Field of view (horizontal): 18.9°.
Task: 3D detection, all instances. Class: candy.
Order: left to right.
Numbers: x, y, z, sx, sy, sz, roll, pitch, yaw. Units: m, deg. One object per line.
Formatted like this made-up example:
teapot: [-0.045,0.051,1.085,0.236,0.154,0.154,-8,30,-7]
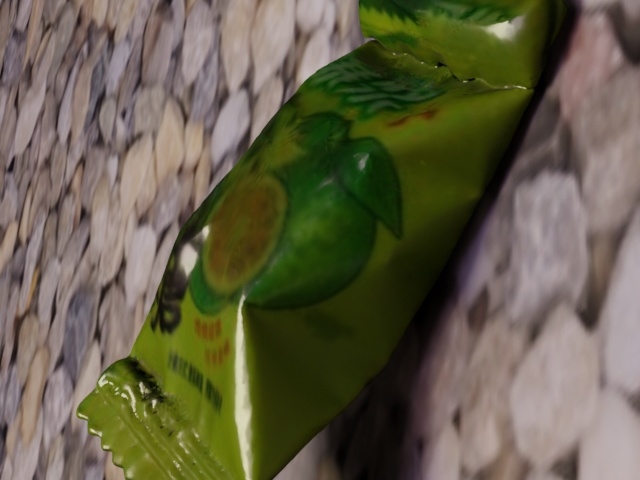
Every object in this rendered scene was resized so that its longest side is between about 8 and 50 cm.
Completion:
candy: [0.000,0.000,0.751,0.246,0.069,0.149,-53,29,-4]
